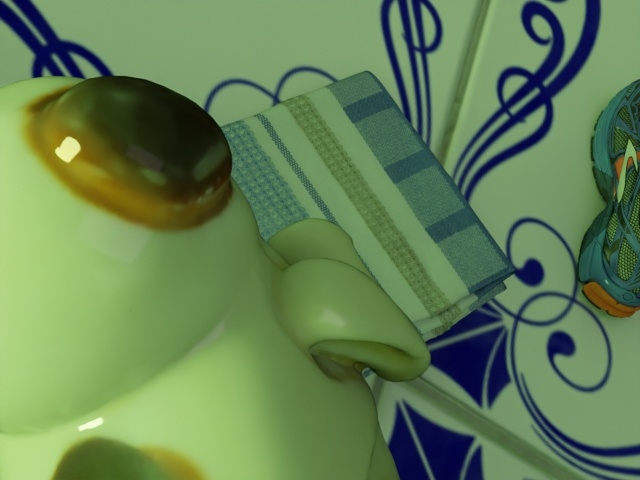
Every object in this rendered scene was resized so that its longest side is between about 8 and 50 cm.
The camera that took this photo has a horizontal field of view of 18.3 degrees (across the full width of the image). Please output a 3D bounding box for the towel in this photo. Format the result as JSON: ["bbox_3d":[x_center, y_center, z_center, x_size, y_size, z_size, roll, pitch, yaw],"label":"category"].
[{"bbox_3d":[0.000,0.000,1.414,0.285,0.034,0.209,-28,81,-44],"label":"towel"}]

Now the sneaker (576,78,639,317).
[{"bbox_3d":[0.272,-0.042,1.615,0.083,0.087,0.221,26,56,-27],"label":"sneaker"}]

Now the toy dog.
[{"bbox_3d":[-0.097,0.110,1.063,0.395,0.285,0.408,-35,100,-58],"label":"toy dog"}]
